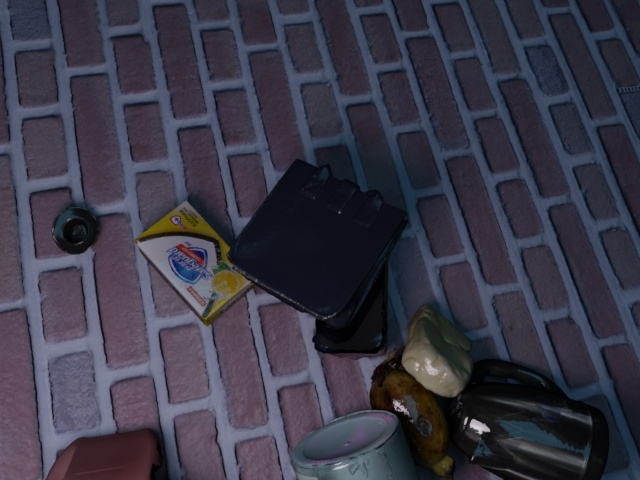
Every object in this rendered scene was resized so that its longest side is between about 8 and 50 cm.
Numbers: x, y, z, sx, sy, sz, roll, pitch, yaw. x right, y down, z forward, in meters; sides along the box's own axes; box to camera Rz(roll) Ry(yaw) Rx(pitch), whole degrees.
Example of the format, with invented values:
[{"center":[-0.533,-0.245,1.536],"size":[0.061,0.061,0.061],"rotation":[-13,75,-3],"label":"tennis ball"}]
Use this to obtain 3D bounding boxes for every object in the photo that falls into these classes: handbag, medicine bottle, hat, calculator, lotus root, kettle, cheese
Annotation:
[{"center":[0.000,0.000,1.406],"size":[0.303,0.122,0.329],"rotation":[28,75,19],"label":"handbag"},{"center":[0.098,0.537,1.296],"size":[0.245,0.245,0.289],"rotation":[-22,94,-15],"label":"medicine bottle"},{"center":[-0.589,-0.022,1.512],"size":[0.121,0.050,0.121],"rotation":[2,77,-8],"label":"hat"},{"center":[-0.424,0.449,1.227],"size":[0.220,0.330,0.048],"rotation":[-4,96,-11],"label":"calculator"},{"center":[0.205,0.404,1.416],"size":[0.141,0.169,0.314],"rotation":[-27,73,-10],"label":"lotus root"},{"center":[0.455,0.410,1.448],"size":[0.324,0.228,0.320],"rotation":[18,43,3],"label":"kettle"},{"center":[0.273,0.260,1.453],"size":[0.159,0.263,0.093],"rotation":[33,112,0],"label":"cheese"}]

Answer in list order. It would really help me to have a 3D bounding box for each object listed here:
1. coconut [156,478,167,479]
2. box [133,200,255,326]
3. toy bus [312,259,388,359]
[{"center":[-0.354,0.627,1.174],"size":[0.353,0.352,0.352],"rotation":[3,70,-8],"label":"coconut"},{"center":[-0.298,0.057,1.503],"size":[0.168,0.097,0.265],"rotation":[-39,80,-19],"label":"box"},{"center":[0.083,0.095,1.508],"size":[0.171,0.162,0.386],"rotation":[0,68,9],"label":"toy bus"}]
